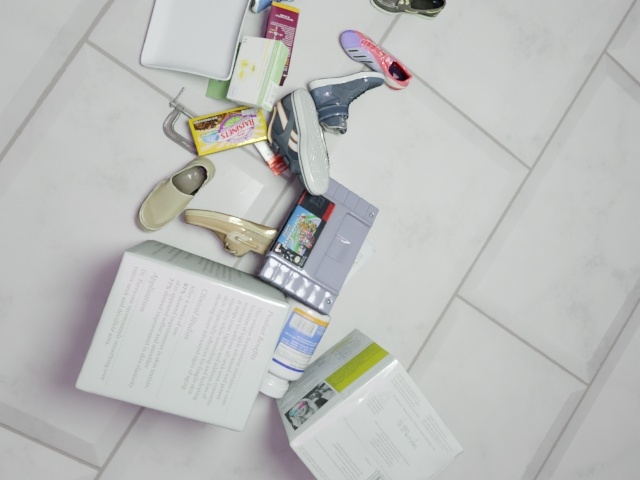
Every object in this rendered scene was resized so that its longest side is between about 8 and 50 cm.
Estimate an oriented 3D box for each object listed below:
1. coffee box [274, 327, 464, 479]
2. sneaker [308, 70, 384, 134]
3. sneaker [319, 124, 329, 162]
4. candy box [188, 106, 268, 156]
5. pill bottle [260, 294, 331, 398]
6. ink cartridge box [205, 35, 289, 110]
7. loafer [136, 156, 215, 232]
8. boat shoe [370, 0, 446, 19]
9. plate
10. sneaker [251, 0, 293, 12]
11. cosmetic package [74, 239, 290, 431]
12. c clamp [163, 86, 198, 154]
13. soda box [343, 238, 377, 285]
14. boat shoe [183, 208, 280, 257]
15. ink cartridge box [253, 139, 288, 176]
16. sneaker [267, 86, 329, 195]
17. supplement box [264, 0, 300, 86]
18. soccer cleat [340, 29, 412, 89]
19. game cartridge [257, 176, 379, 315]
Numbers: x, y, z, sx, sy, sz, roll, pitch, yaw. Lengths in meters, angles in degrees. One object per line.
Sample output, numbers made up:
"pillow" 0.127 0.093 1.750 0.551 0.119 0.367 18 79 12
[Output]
"coffee box" 0.114 0.512 1.260 0.338 0.334 0.338 -37 100 -10
"sneaker" 0.091 -0.401 1.306 0.226 0.086 0.163 -12 88 -4
"sneaker" -0.015 -0.258 1.323 0.073 0.063 0.162 -11 93 7
"candy box" -0.255 -0.311 1.245 0.205 0.027 0.105 -17 96 -11
"pill bottle" -0.094 0.308 1.291 0.152 0.152 0.272 28 88 -13
"ink cartridge box" -0.213 -0.454 1.183 0.235 0.056 0.171 19 95 23
"loafer" -0.401 -0.131 1.217 0.102 0.092 0.268 43 84 -12
"boat shoe" 0.266 -0.728 1.337 0.227 0.068 0.081 2 94 -13
"plate" -0.323 -0.574 1.182 0.278 0.045 0.277 15 91 14
"sneaker" -0.107 -0.710 1.247 0.211 0.080 0.081 -43 99 -5
"cosmetic package" -0.331 0.223 1.141 0.393 0.327 0.329 21 90 -13
"c clamp" -0.365 -0.327 1.247 0.160 0.022 0.137 40 85 -12
"soda box" 0.067 0.079 1.353 0.216 0.069 0.074 -46 102 -7
"boat shoe" -0.223 -0.005 1.253 0.341 0.121 0.110 17 90 -15
"ink cartridge box" -0.138 -0.253 1.300 0.063 0.029 0.115 -36 100 -9
"sneaker" -0.063 -0.260 1.238 0.127 0.126 0.321 -19 68 26
"supplement box" -0.120 -0.547 1.244 0.080 0.104 0.188 11 92 -13
"soccer cleat" 0.170 -0.543 1.315 0.248 0.095 0.083 37 86 -13
"game cartridge" 0.000 0.000 1.246 0.230 0.068 0.355 33 70 -16
